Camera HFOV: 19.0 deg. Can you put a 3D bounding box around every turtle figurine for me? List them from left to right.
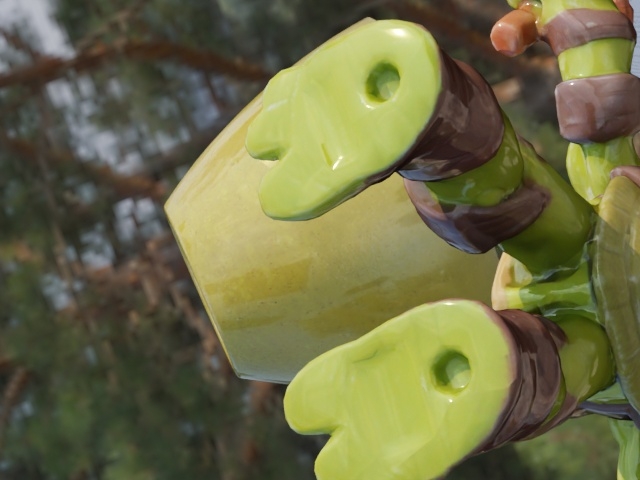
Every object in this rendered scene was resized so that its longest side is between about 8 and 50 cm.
[{"bbox_3d":[0.072,0.031,0.519,0.217,0.087,0.269,15,-106,-57],"label":"turtle figurine"}]

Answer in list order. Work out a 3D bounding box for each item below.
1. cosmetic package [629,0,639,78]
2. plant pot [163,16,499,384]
[{"bbox_3d":[0.346,-0.181,1.438,0.377,0.097,0.284,12,142,56],"label":"cosmetic package"},{"bbox_3d":[0.000,0.000,0.690,0.134,0.095,0.134,156,90,-86],"label":"plant pot"}]
